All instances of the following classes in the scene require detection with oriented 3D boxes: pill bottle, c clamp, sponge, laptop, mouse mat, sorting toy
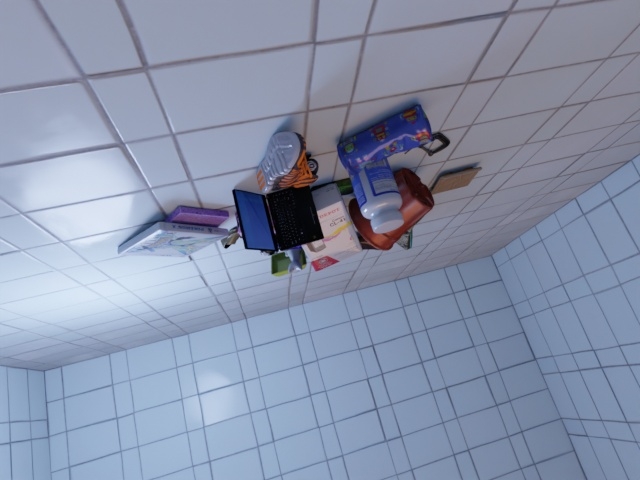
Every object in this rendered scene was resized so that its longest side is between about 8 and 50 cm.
[{"bbox_3d":[0.203,-0.169,1.550,0.152,0.272,0.152,-14,162,-5],"label":"pill bottle"},{"bbox_3d":[0.404,-0.350,1.606,0.137,0.022,0.160,-36,153,34],"label":"c clamp"},{"bbox_3d":[-0.459,-0.081,1.622,0.210,0.031,0.117,4,153,-46],"label":"sponge"},{"bbox_3d":[-0.148,-0.093,1.532,0.264,0.234,0.136,-16,162,1],"label":"laptop"},{"bbox_3d":[0.052,-0.204,1.747,0.189,0.007,0.152,-14,162,-6],"label":"mouse mat"},{"bbox_3d":[0.611,-0.277,1.978,0.193,0.038,0.208,-14,166,-6],"label":"sorting toy"}]

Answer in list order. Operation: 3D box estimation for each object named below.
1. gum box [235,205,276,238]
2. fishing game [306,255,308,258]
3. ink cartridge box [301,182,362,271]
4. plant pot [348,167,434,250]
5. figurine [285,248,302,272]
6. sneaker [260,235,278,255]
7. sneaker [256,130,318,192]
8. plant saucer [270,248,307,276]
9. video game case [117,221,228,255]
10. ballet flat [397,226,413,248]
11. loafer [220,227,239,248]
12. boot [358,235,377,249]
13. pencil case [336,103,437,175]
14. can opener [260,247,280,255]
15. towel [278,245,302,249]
[{"bbox_3d":[-0.241,-0.075,1.707,0.188,0.107,0.062,-6,159,-28],"label":"gum box"},{"bbox_3d":[0.034,0.082,2.465,0.264,0.041,0.189,-15,165,28],"label":"fishing game"},{"bbox_3d":[0.017,-0.047,1.739,0.226,0.131,0.306,-23,134,4],"label":"ink cartridge box"},{"bbox_3d":[0.303,-0.142,1.783,0.272,0.272,0.265,5,144,-48],"label":"plant pot"},{"bbox_3d":[-0.070,0.075,2.127,0.215,0.209,0.092,-17,124,3],"label":"figurine"},{"bbox_3d":[-0.245,-0.015,1.848,0.109,0.130,0.286,-19,161,15],"label":"sneaker"},{"bbox_3d":[-0.075,-0.251,1.354,0.180,0.125,0.321,-12,172,-27],"label":"sneaker"},{"bbox_3d":[-0.160,0.116,2.235,0.188,0.188,0.045,-17,120,2],"label":"plant saucer"},{"bbox_3d":[-0.580,0.006,1.708,0.329,0.036,0.300,-22,162,37],"label":"video game case"},{"bbox_3d":[0.410,-0.097,2.186,0.182,0.164,0.483,5,156,4],"label":"ballet flat"},{"bbox_3d":[-0.381,-0.008,1.872,0.056,0.050,0.148,-1,156,-40],"label":"loafer"},{"bbox_3d":[0.238,0.010,2.345,0.207,0.090,0.248,3,169,-38],"label":"boot"},{"bbox_3d":[0.206,-0.314,1.374,0.306,0.119,0.133,-22,155,19],"label":"pencil case"},{"bbox_3d":[-0.164,0.008,2.108,0.280,0.074,0.093,-14,-164,-2],"label":"can opener"},{"bbox_3d":[-0.034,0.000,1.963,0.308,0.076,0.227,-5,175,-11],"label":"towel"}]
